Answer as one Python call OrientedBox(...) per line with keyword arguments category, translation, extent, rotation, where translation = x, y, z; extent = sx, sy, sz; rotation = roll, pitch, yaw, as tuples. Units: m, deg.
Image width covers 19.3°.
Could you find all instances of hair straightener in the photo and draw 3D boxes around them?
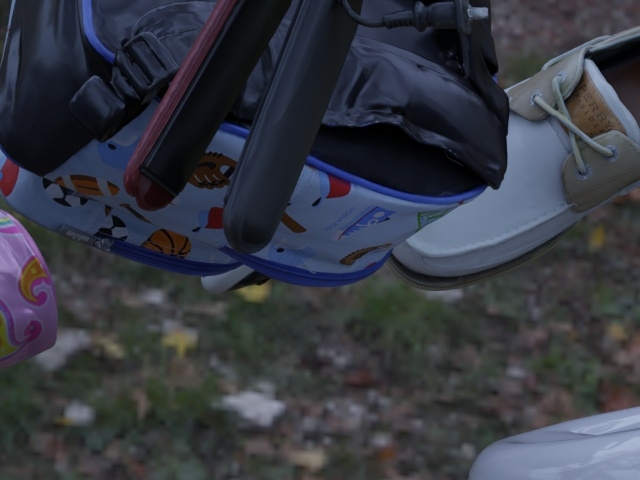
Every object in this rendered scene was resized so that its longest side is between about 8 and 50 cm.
OrientedBox(category="hair straightener", translation=(0.024, -0.096, 0.655), extent=(0.089, 0.230, 0.047), rotation=(27, -10, 21))

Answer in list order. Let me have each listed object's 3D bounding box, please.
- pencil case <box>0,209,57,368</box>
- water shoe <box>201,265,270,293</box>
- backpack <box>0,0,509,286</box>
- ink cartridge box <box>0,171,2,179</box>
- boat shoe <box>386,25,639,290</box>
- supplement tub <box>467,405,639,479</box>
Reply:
OrientedBox(category="pencil case", translation=(-0.313, 0.074, 1.234), extent=(0.284, 0.124, 0.124), rotation=(-26, 30, -32))
OrientedBox(category="water shoe", translation=(0.000, 0.000, 1.416), extent=(0.203, 0.080, 0.073), rotation=(-32, 25, 26))
OrientedBox(category="backpack", translation=(-0.036, -0.096, 0.997), extent=(0.263, 0.277, 0.213), rotation=(21, -36, -23))
OrientedBox(category="ink cartridge box", translation=(-0.227, -0.070, 0.778), extent=(0.104, 0.180, 0.060), rotation=(-11, 33, 35))
OrientedBox(category="boat shoe", translation=(0.169, -0.075, 1.217), extent=(0.302, 0.113, 0.103), rotation=(-32, -12, -11))
OrientedBox(category="supplement tub", translation=(0.212, 0.244, 0.939), extent=(0.235, 0.325, 0.235), rotation=(-10, -4, -1))
